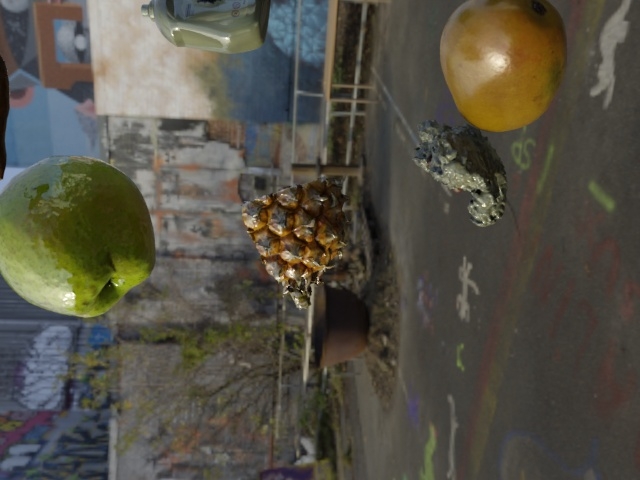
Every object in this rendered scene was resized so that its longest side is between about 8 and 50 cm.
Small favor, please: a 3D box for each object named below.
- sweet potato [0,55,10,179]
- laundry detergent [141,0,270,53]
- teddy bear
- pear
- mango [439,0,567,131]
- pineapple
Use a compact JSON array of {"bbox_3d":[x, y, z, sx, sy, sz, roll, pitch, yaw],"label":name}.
[{"bbox_3d":[-0.658,-0.253,1.327,0.057,0.057,0.264,167,103,-84],"label":"sweet potato"},{"bbox_3d":[-0.234,-0.463,1.318,0.091,0.253,0.181,77,-162,-68],"label":"laundry detergent"},{"bbox_3d":[0.391,-0.218,1.897,0.224,0.367,0.357,-48,68,23],"label":"teddy bear"},{"bbox_3d":[-0.565,0.001,1.517,0.391,0.391,0.391,-178,90,-84],"label":"pear"},{"bbox_3d":[0.446,-0.427,1.622,0.445,0.300,0.232,74,-153,-60],"label":"mango"},{"bbox_3d":[0.001,0.004,1.495,0.344,0.209,0.286,-28,-78,-67],"label":"pineapple"}]
